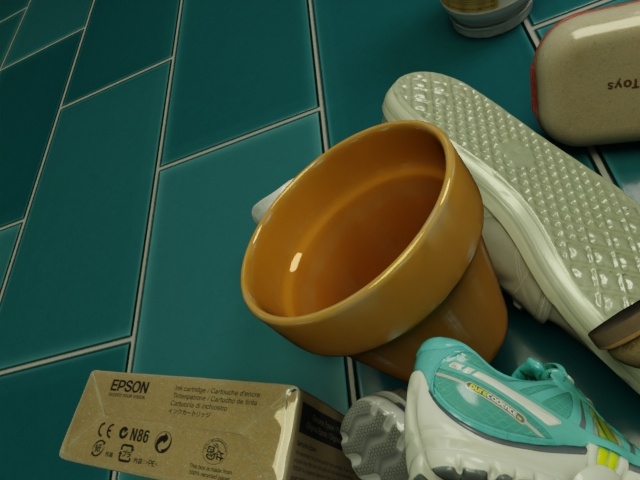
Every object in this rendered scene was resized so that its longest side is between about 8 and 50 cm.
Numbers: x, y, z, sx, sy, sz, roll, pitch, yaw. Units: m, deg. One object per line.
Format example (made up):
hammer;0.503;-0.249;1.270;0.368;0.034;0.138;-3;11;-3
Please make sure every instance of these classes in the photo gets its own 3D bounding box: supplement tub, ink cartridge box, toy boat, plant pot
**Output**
supplement tub;0.230;-0.408;0.682;0.144;0.199;0.144;-12;57;19
ink cartridge box;-0.089;0.199;0.476;0.235;0.193;0.088;-3;60;24
toy boat;0.366;-0.201;0.550;0.231;0.151;0.151;-1;32;26
plant pot;0.067;0.032;0.433;0.205;0.188;0.205;-30;34;24

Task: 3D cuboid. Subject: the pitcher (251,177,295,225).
pitcher;0.000;0.000;0.585;0.178;0.126;0.207;-47;41;28

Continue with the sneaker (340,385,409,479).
sneaker;0.145;0.232;0.401;0.281;0.115;0.105;52;125;21

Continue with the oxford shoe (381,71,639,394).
oxford shoe;0.218;-0.004;0.501;0.169;0.130;0.449;-23;59;-31

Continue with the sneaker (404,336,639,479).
sneaker;0.181;0.141;0.349;0.107;0.275;0.110;-45;31;44

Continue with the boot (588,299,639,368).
boot;0.331;0.058;0.344;0.305;0.112;0.115;-8;66;-22
